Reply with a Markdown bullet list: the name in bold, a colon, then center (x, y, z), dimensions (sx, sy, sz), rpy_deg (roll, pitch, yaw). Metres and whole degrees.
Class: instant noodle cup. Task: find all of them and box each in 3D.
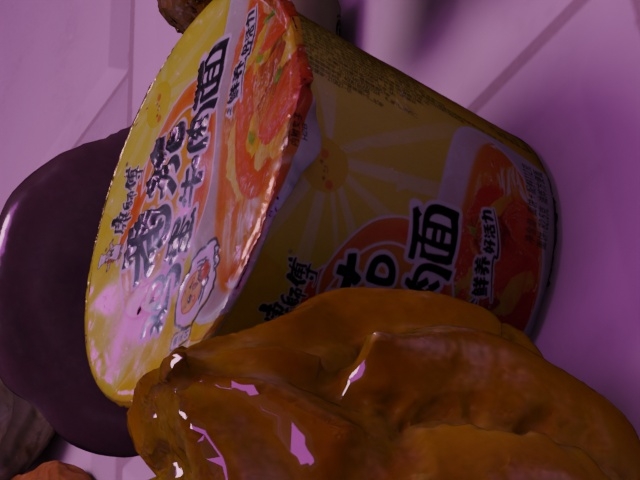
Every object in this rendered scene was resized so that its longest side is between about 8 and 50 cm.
- **instant noodle cup**: center (0.000, 0.000, 0.893), dimensions (0.264, 0.200, 0.264), rpy_deg (-41, 38, 44)

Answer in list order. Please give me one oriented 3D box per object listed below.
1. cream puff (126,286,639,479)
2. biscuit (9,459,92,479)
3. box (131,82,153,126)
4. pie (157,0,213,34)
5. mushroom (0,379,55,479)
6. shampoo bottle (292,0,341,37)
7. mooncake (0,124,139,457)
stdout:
- **cream puff**: center (0.001, 0.186, 0.704), dimensions (0.324, 0.257, 0.291), rpy_deg (-53, 31, 30)
- **biscuit**: center (-0.288, 0.380, 1.324), dimensions (0.385, 0.062, 0.365), rpy_deg (-27, 49, 53)
- **box**: center (-0.133, -0.009, 1.240), dimensions (0.224, 0.120, 0.069), rpy_deg (-64, 24, 16)
- **pie**: center (-0.057, -0.395, 1.003), dimensions (0.395, 0.418, 0.180), rpy_deg (-43, 22, -25)
- **mushroom**: center (-0.319, 0.104, 1.454), dimensions (0.189, 0.164, 0.267), rpy_deg (-113, 3, -72)
- **shampoo bottle**: center (-0.024, -0.159, 1.178), dimensions (0.079, 0.079, 0.162), rpy_deg (-35, 43, 49)
- **mooncake**: center (-0.126, 0.037, 1.073), dimensions (0.133, 0.245, 0.245), rpy_deg (132, 153, -77)
